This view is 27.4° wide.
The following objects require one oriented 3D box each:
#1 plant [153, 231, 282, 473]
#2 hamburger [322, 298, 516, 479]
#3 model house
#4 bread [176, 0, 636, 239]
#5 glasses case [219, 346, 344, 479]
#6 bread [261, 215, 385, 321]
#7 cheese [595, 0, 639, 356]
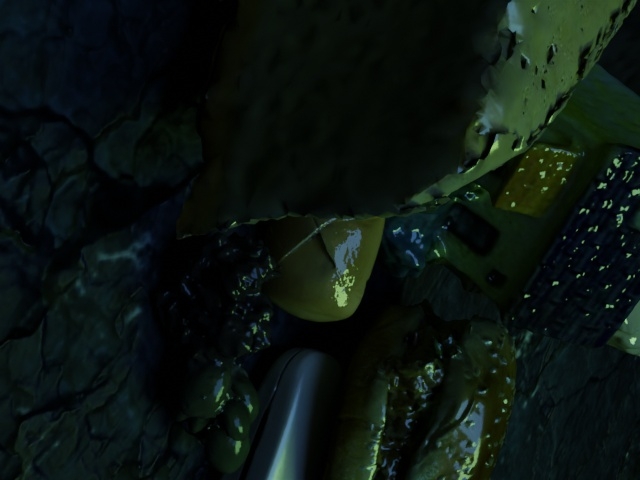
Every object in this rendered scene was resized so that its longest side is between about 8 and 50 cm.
[{"bbox_3d":[-0.069,0.073,0.886,0.087,0.085,0.174,-3,112,-24],"label":"plant"},{"bbox_3d":[0.076,0.156,1.007,0.189,0.122,0.215,-14,119,-79],"label":"hamburger"},{"bbox_3d":[0.165,-0.019,0.968,0.170,0.211,0.194,-29,153,-50],"label":"model house"},{"bbox_3d":[0.040,-0.190,0.785,0.315,0.248,0.279,-44,128,-48],"label":"bread"},{"bbox_3d":[-0.036,0.177,0.969,0.081,0.051,0.204,35,74,-57],"label":"glasses case"},{"bbox_3d":[0.000,0.000,0.926,0.056,0.082,0.115,-4,113,-84],"label":"bread"},{"bbox_3d":[0.292,-0.069,1.191,0.332,0.153,0.292,-41,131,-31],"label":"cheese"}]
